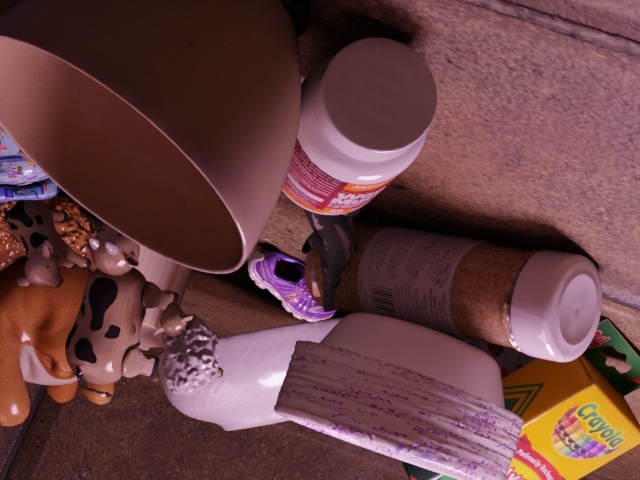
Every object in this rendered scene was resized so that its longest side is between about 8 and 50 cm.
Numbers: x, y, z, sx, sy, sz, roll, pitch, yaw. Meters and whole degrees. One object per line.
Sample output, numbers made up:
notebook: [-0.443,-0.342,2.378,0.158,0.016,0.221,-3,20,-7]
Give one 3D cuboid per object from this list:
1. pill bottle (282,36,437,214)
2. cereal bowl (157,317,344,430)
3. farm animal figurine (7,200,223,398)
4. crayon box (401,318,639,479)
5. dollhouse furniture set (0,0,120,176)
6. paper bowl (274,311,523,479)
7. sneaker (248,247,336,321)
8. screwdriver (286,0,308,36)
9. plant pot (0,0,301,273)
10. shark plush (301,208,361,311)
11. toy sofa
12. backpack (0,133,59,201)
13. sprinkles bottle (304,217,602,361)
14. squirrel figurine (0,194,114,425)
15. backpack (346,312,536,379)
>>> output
pill bottle: [0.028,-0.101,1.313,0.121,0.121,0.221,24,166,-6]
cereal bowl: [-0.090,0.225,2.346,0.339,0.141,0.339,-10,171,-2]
farm animal figurine: [-0.295,0.051,1.993,0.330,0.327,0.172,-5,168,24]
crayon box: [0.282,0.246,1.877,0.202,0.318,0.081,41,-160,-47]
dollhouse furniture set: [-0.311,-0.171,1.412,0.301,0.198,0.151,21,167,4]
paper bowl: [0.099,0.180,1.703,0.284,0.148,0.284,18,170,3]
sneaker: [-0.032,0.068,2.153,0.170,0.068,0.071,33,157,-34]
screwdriver: [-0.030,-0.182,1.310,0.025,0.024,0.170,-5,172,-10]
plant pot: [-0.126,-0.136,1.225,0.284,0.191,0.284,30,158,14]
shark plush: [0.000,0.000,1.702,0.067,0.161,0.073,-7,-161,-39]
toy sofa: [-0.308,0.086,2.463,0.177,0.150,0.362,22,167,-19]
backpack: [-0.400,-0.109,1.895,0.173,0.117,0.158,-1,-176,39]
sprinkles bottle: [0.147,0.051,1.695,0.355,0.121,0.121,11,162,40]
squirrel figurine: [-0.531,0.091,2.244,0.370,0.397,0.281,0,-178,-23]
backpack: [0.194,0.200,2.042,0.263,0.213,0.276,18,167,-31]
